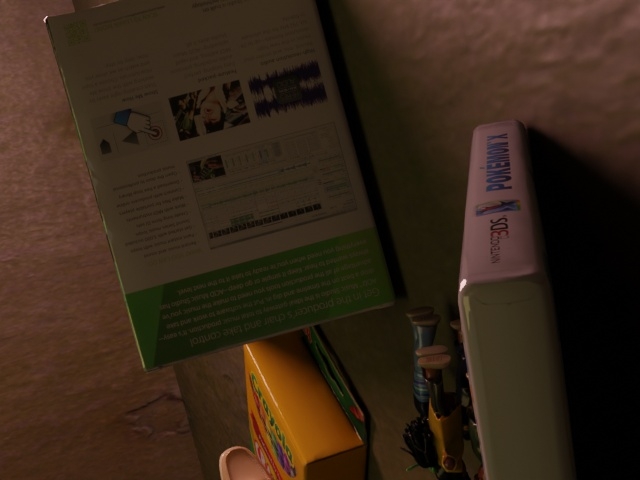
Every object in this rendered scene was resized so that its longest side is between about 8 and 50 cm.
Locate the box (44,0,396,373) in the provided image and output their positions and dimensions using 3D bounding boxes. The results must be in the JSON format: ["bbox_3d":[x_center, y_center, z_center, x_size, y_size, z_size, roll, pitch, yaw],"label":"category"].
[{"bbox_3d":[-0.086,-0.068,0.868,0.058,0.232,0.322,-165,60,-88],"label":"box"}]

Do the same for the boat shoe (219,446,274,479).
[{"bbox_3d":[-0.066,0.318,1.168,0.170,0.063,0.059,58,156,17],"label":"boat shoe"}]

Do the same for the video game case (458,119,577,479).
[{"bbox_3d":[0.114,0.124,0.511,0.300,0.036,0.329,-61,-38,-70],"label":"video game case"}]

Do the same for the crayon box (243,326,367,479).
[{"bbox_3d":[-0.022,0.253,1.205,0.202,0.081,0.318,-123,25,-44],"label":"crayon box"}]

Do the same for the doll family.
[{"bbox_3d":[0.096,0.123,0.720,0.193,0.076,0.111,-71,-27,-74],"label":"doll family"}]
